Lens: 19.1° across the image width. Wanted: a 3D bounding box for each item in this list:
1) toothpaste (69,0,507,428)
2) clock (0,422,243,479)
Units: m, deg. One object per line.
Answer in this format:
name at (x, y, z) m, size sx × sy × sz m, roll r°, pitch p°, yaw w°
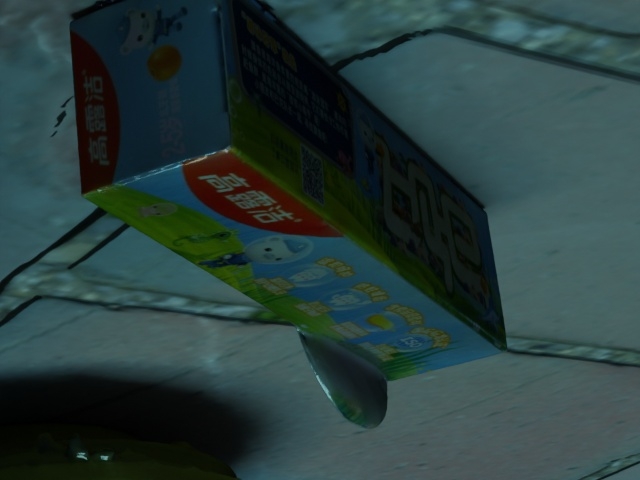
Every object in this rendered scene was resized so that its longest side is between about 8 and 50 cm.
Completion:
toothpaste at (0.000, 0.000, 0.526) m, size 0.044 × 0.070 × 0.193 m, roll -15°, pitch 157°, yaw 21°
clock at (-0.133, 0.121, 0.791) m, size 0.237 × 0.057 × 0.237 m, roll -9°, pitch 156°, yaw -4°
